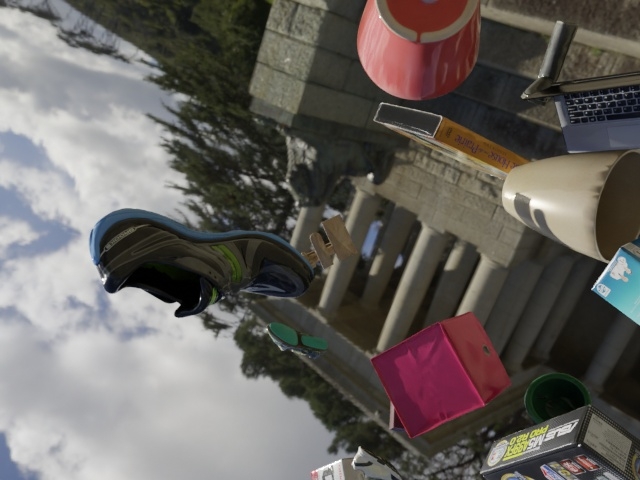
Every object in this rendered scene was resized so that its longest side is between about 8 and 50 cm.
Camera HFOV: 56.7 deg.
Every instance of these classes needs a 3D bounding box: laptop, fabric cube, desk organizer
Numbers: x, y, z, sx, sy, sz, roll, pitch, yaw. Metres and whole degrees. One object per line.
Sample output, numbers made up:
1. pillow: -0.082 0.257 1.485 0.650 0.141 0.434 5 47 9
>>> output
1. laptop: 0.753 -0.294 1.449 0.382 0.236 0.408 1 144 35
2. fabric cube: 0.354 0.380 1.724 0.258 0.259 0.254 0 -119 -57
3. desk organizer: 0.240 0.511 1.805 0.047 0.050 0.130 10 -118 -6

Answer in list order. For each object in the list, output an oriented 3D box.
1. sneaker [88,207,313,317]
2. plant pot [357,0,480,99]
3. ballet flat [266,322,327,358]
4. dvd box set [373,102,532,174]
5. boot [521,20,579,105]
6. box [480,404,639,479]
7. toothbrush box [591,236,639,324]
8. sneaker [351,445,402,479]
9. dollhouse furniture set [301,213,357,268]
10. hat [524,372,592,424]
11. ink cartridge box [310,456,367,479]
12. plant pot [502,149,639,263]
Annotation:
1. sneaker: -0.089 0.029 0.476 0.188 0.067 0.078 12 -133 -36
2. plant pot: 0.208 -0.453 1.215 0.275 0.274 0.243 21 178 6
3. ballet flat: -0.071 0.272 1.566 0.189 0.070 0.070 25 -166 -24
4. dvd box set: 0.389 -0.256 1.622 0.421 0.062 0.308 18 -170 -30
5. boot: 0.621 -0.477 1.589 0.076 0.208 0.190 28 -146 14
6. box: 0.377 0.339 0.757 0.270 0.216 0.060 37 -125 4
7. toothbrush box: 0.765 0.120 1.227 0.217 0.126 0.295 -18 -132 -37
8. sneaker: 0.103 0.421 1.092 0.109 0.043 0.040 36 177 -13
9. dollhouse furniture set: 0.000 0.000 1.726 0.144 0.123 0.151 -26 -166 -7
10. hat: 0.706 0.502 1.752 0.209 0.183 0.173 -25 -129 -3
11. ink cartridge box: 0.052 0.677 1.625 0.073 0.175 0.127 9 -124 -29
12. plant pot: 0.588 -0.101 1.415 0.257 0.256 0.274 4 -170 -40
